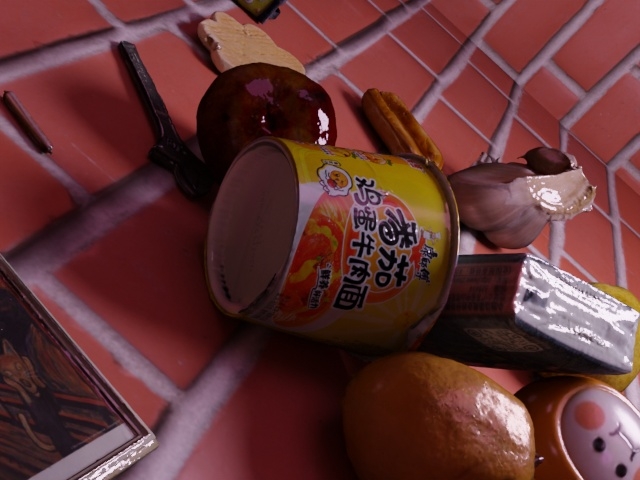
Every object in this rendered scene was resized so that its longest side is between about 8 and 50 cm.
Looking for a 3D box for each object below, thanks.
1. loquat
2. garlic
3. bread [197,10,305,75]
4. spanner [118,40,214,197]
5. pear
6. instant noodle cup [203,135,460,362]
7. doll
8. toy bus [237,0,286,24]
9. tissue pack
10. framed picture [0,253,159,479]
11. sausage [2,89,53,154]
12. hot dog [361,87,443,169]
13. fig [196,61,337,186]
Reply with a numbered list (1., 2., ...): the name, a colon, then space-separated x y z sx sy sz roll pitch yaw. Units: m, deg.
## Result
1. loquat: 0.127 0.210 0.968 0.234 0.176 0.187 28 7 -2
2. garlic: 0.367 -0.103 1.766 0.210 0.237 0.292 41 -13 -26
3. bread: -0.116 -0.319 1.605 0.250 0.039 0.182 8 42 -50
4. spanner: -0.218 -0.174 1.250 0.093 0.026 0.326 18 34 -44
5. pear: 0.424 0.163 1.469 0.197 0.197 0.197 33 27 -20
6. instant noodle cup: 0.000 0.000 1.054 0.200 0.264 0.264 14 37 -32
7. doll: 0.285 0.285 1.116 0.236 0.213 0.213 -35 75 -21
8. toy bus: -0.115 -0.566 1.874 0.175 0.138 0.288 38 26 -13
9. tissue pack: 0.193 0.092 1.136 0.227 0.315 0.103 26 72 -34
10. framed picture: -0.275 0.102 0.750 0.273 0.016 0.216 47 26 9
11. sausage: -0.329 -0.133 1.036 0.100 0.015 0.015 50 26 16
12. hot dog: 0.152 -0.206 1.787 0.100 0.068 0.250 7 40 -36
13. fig: -0.063 -0.161 1.244 0.190 0.191 0.290 39 21 -9
